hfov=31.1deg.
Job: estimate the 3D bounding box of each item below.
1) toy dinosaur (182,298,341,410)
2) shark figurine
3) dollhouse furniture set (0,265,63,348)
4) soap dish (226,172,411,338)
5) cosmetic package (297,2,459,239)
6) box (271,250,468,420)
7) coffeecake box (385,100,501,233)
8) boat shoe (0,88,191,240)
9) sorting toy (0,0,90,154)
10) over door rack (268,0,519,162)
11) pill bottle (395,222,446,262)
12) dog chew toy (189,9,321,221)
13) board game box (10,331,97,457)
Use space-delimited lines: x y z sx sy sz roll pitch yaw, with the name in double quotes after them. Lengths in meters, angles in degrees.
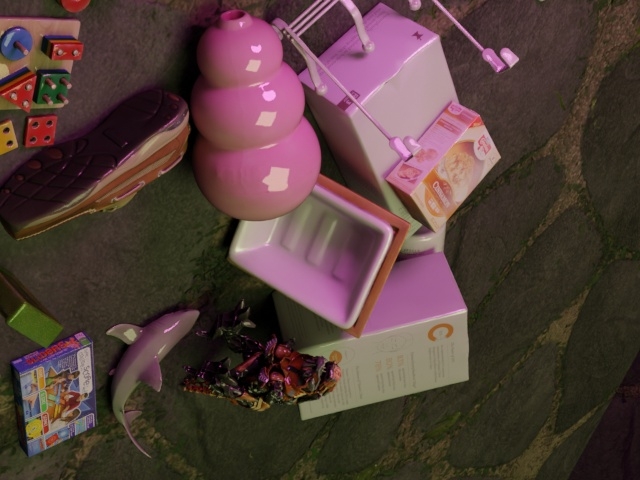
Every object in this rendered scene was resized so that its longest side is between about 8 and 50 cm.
-0.124 0.249 2.066 0.322 0.164 0.218 -30 130 20 "toy dinosaur"
-0.312 0.251 2.015 0.166 0.116 0.278 9 112 -48 "shark figurine"
-0.545 0.098 1.600 0.197 0.151 0.301 -48 143 -4 "dollhouse furniture set"
0.000 0.000 2.000 0.118 0.290 0.229 -21 137 -62 "soap dish"
0.130 -0.204 2.054 0.217 0.156 0.385 -42 142 -12 "cosmetic package"
0.100 0.185 2.232 0.345 0.168 0.215 -13 135 -4 "box"
0.218 -0.128 2.023 0.185 0.068 0.142 -49 143 -6 "coffeecake box"
-0.320 -0.094 1.703 0.324 0.122 0.120 -35 144 -19 "boat shoe"
-0.393 -0.226 1.572 0.132 0.046 0.275 -8 127 -42 "sorting toy"
0.110 -0.299 1.833 0.239 0.324 0.108 -44 169 -11 "over door rack"
0.182 0.042 2.335 0.131 0.131 0.229 -27 137 -29 "pill bottle"
-0.110 -0.196 1.778 0.206 0.206 0.332 -29 131 -27 "dog chew toy"
-0.447 0.261 1.943 0.136 0.035 0.201 -22 135 -33 "board game box"
